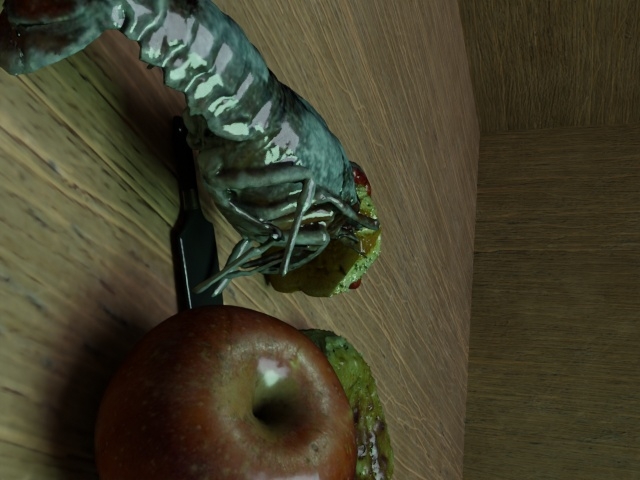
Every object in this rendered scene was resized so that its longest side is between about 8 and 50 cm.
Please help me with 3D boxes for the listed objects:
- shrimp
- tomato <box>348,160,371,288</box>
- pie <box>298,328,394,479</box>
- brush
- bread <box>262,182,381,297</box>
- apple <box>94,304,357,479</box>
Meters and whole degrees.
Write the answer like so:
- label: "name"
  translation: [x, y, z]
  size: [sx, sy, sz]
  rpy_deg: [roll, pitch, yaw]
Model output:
- label: "shrimp"
  translation: [-0.067, -0.067, 0.528]
  size: [0.410, 0.166, 0.221]
  rpy_deg: [60, 7, -56]
- label: "tomato"
  translation: [0.014, -0.030, 0.889]
  size: [0.174, 0.082, 0.166]
  rpy_deg: [68, 29, -52]
- label: "pie"
  translation: [0.007, 0.270, 0.835]
  size: [0.355, 0.103, 0.288]
  rpy_deg: [-66, 143, -46]
- label: "brush"
  translation: [-0.116, -0.017, 0.617]
  size: [0.063, 0.016, 0.193]
  rpy_deg: [-32, 120, -68]
- label: "bread"
  translation: [0.000, 0.000, 0.767]
  size: [0.069, 0.140, 0.128]
  rpy_deg: [-27, 109, -60]
- label: "apple"
  translation: [-0.071, 0.150, 0.504]
  size: [0.201, 0.162, 0.201]
  rpy_deg: [27, 40, -25]
